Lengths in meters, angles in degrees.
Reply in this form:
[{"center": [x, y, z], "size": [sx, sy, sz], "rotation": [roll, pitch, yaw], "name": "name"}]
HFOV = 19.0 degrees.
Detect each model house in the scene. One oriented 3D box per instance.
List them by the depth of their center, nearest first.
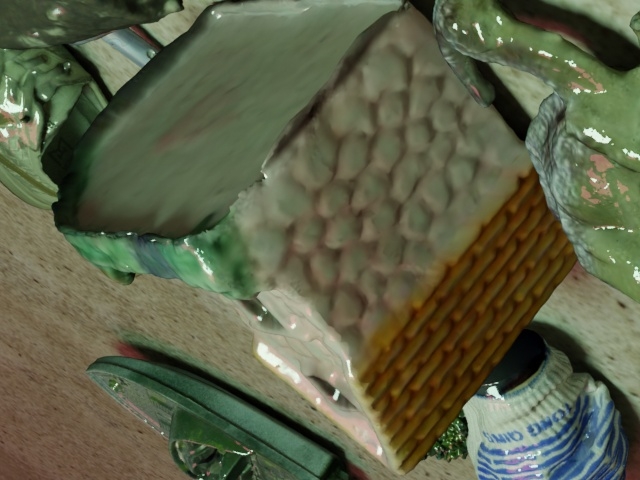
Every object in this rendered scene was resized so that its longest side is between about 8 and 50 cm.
[{"center": [0.000, 0.000, 1.132], "size": [0.237, 0.202, 0.237], "rotation": [47, 157, -27], "name": "model house"}]

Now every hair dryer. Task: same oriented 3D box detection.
[{"center": [-0.124, -0.132, 1.290], "size": [0.114, 0.037, 0.063], "rotation": [36, 160, -24], "name": "hair dryer"}]

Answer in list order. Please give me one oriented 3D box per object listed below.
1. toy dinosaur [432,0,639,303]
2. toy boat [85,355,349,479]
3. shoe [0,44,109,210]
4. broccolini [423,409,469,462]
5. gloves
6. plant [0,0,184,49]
[{"center": [0.168, -0.030, 0.993], "size": [0.162, 0.077, 0.294], "rotation": [9, 134, 58], "name": "toy dinosaur"}, {"center": [-0.106, 0.200, 1.914], "size": [0.319, 0.092, 0.141], "rotation": [29, 157, 21], "name": "toy boat"}, {"center": [-0.224, -0.113, 1.398], "size": [0.098, 0.103, 0.275], "rotation": [15, 157, 42], "name": "shoe"}, {"center": [-0.015, 0.035, 1.419], "size": [0.392, 0.074, 0.079], "rotation": [41, 153, -18], "name": "broccolini"}, {"center": [0.162, 0.153, 1.358], "size": [0.229, 0.119, 0.097], "rotation": [56, -171, -48], "name": "gloves"}, {"center": [-0.175, -0.190, 1.081], "size": [0.274, 0.149, 0.146], "rotation": [3, 127, 52], "name": "plant"}]
